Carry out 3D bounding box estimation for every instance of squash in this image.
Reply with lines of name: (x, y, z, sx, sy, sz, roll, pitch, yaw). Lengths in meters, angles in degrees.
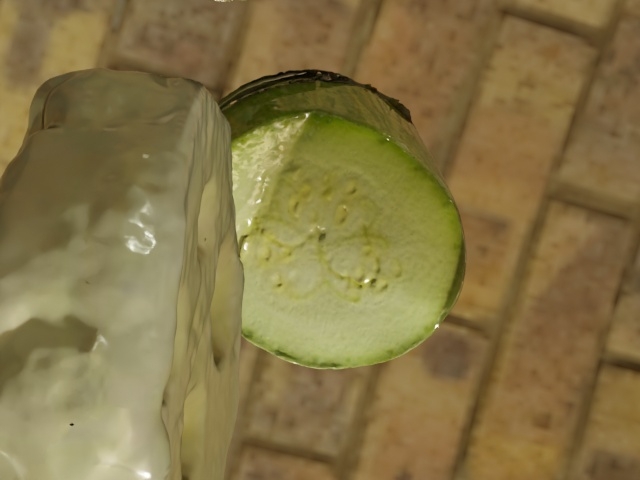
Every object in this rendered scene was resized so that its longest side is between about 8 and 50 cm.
squash: (-0.011, -0.009, 1.461, 0.133, 0.220, 0.220, -103, -148, -59)

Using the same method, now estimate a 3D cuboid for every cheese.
cheese: (-0.114, 0.062, 1.117, 0.318, 0.115, 0.326, -80, 171, -50)
